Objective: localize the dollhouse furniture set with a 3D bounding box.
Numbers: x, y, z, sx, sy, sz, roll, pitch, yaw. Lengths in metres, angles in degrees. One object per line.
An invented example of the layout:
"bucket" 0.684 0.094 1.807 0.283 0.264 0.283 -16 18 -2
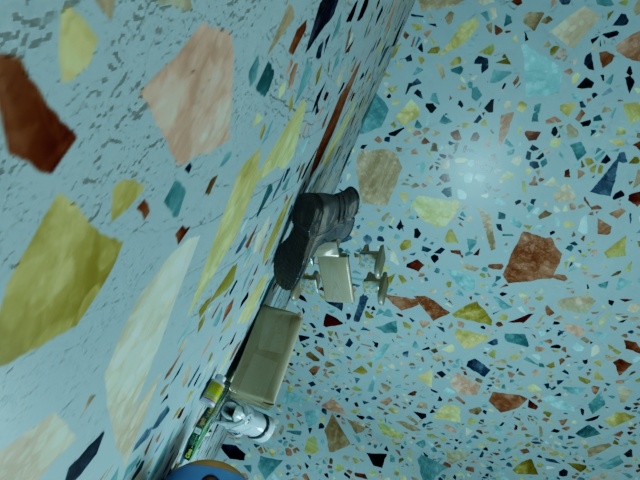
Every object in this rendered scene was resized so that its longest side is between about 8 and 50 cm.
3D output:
"dollhouse furniture set" 0.036 0.093 1.773 0.256 0.362 0.394 -64 150 -52

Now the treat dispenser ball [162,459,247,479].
"treat dispenser ball" -0.301 0.714 1.236 0.288 0.288 0.288 25 90 -88

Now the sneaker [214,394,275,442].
"sneaker" -0.369 0.751 2.087 0.366 0.210 0.137 -11 -135 49

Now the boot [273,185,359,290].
"boot" 0.000 0.000 1.471 0.222 0.118 0.338 -9 134 -46

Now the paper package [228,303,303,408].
"paper package" -0.202 0.443 1.809 0.309 0.168 0.325 109 0 -65

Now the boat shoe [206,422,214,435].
"boat shoe" -0.398 0.671 1.704 0.035 0.035 0.100 -58 173 -71

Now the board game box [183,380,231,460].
"board game box" -0.368 0.585 1.600 0.136 0.030 0.260 -64 178 17

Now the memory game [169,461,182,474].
"memory game" -0.455 0.736 1.408 0.186 0.012 0.186 26 90 -87

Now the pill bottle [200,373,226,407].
"pill bottle" -0.288 0.405 1.315 0.043 0.043 0.083 111 4 -55
